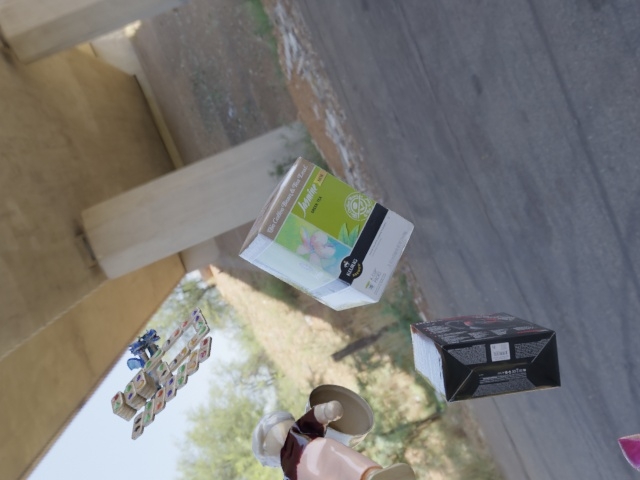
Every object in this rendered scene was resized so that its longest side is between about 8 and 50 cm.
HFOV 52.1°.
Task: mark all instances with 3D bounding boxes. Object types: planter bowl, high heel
[{"bbox_3d":[0.031,0.431,1.529,0.162,0.162,0.109,-118,43,-53],"label":"planter bowl"},{"bbox_3d":[0.662,0.346,1.211,0.117,0.082,0.244,55,134,39],"label":"high heel"}]

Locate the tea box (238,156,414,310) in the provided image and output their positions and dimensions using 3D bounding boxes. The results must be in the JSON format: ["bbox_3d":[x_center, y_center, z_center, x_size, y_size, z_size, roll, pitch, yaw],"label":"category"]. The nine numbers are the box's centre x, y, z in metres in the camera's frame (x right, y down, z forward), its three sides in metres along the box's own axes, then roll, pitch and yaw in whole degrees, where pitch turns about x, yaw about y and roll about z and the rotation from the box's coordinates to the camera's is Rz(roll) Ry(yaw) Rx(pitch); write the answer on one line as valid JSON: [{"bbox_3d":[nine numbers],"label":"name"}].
[{"bbox_3d":[0.000,0.000,1.635,0.323,0.220,0.329,29,164,-9],"label":"tea box"}]

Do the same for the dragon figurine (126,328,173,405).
[{"bbox_3d":[-0.409,0.308,1.579,0.144,0.085,0.289,55,152,11],"label":"dragon figurine"}]

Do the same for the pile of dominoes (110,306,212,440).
[{"bbox_3d":[-0.321,0.255,1.321,0.040,0.251,0.196,42,177,-28],"label":"pile of dominoes"}]

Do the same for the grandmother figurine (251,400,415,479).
[{"bbox_3d":[-0.005,0.335,0.956,0.104,0.208,0.342,28,172,-28],"label":"grandmother figurine"}]

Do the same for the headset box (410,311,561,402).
[{"bbox_3d":[0.314,0.223,1.319,0.293,0.218,0.110,-164,68,-84],"label":"headset box"}]
